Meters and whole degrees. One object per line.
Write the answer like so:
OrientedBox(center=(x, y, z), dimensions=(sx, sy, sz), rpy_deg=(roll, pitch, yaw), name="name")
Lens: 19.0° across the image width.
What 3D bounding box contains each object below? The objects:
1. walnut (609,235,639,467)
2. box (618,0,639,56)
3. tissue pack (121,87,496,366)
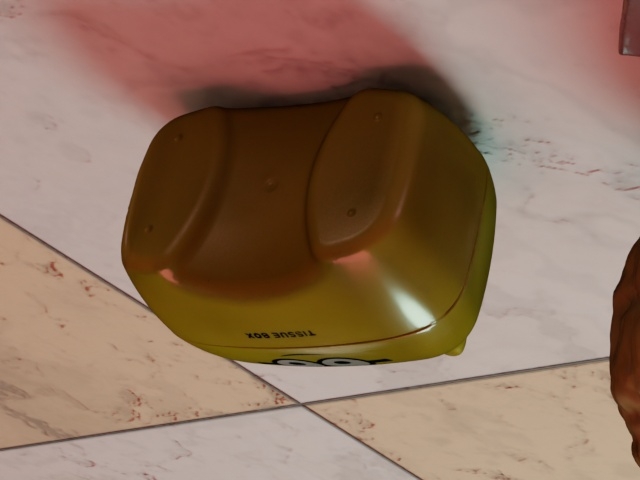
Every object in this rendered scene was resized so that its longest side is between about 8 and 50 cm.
OrientedBox(center=(0.242, 0.046, 0.830), dimensions=(0.225, 0.257, 0.257), rpy_deg=(-13, 160, -19), name="walnut")
OrientedBox(center=(0.172, -0.122, 0.713), dimensions=(0.111, 0.060, 0.156), rpy_deg=(8, 154, 10), name="box")
OrientedBox(center=(0.000, 0.000, 0.961), dimensions=(0.178, 0.123, 0.127), rpy_deg=(-4, 149, 31), name="tissue pack")
